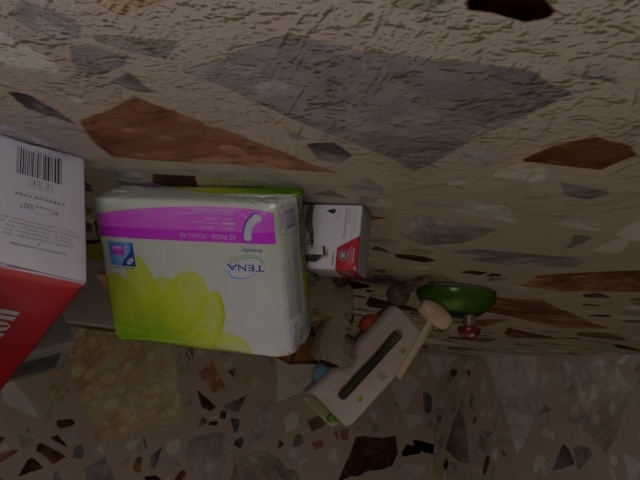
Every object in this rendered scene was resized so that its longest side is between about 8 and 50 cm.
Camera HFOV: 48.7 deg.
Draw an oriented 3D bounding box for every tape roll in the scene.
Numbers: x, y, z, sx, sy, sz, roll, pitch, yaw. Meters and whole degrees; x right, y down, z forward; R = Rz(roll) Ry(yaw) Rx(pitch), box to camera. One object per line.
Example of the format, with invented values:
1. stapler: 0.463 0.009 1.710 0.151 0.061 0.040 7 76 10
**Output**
1. tape roll: -0.576 0.153 1.888 0.246 0.169 0.246 7 168 1

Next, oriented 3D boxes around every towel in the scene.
1. towel: -0.475 0.019 1.579 0.237 0.021 0.102 -3 159 41

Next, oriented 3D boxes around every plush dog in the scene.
1. plush dog: -0.010 0.117 1.503 0.262 0.211 0.225 38 177 -9

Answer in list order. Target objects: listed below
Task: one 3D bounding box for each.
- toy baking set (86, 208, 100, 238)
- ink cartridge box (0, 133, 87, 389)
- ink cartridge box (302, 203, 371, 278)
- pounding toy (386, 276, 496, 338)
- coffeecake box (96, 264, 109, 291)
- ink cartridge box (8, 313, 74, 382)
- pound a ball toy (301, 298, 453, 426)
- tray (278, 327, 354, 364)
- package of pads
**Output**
1. toy baking set: -0.475 -0.039 1.280 0.196 0.030 0.256 11 167 -17
2. ink cartridge box: -0.427 0.069 0.921 0.130 0.272 0.309 16 136 -36
3. ink cartridge box: 0.000 0.000 1.040 0.135 0.099 0.056 2 167 19
4. pounding toy: 0.281 0.161 1.601 0.236 0.110 0.183 12 167 -23
5. coffeecake box: -0.416 0.109 1.694 0.185 0.068 0.142 1 135 26
6. ink cartridge box: -0.616 0.069 1.120 0.308 0.385 0.091 -11 145 -46
7. pound a ball toy: 0.113 0.246 1.540 0.136 0.319 0.208 46 159 0
8. tray: -0.140 0.191 1.705 0.410 0.076 0.202 20 -174 41
9. package of pads: -0.165 0.043 1.005 0.296 0.229 0.101 2 -161 20
